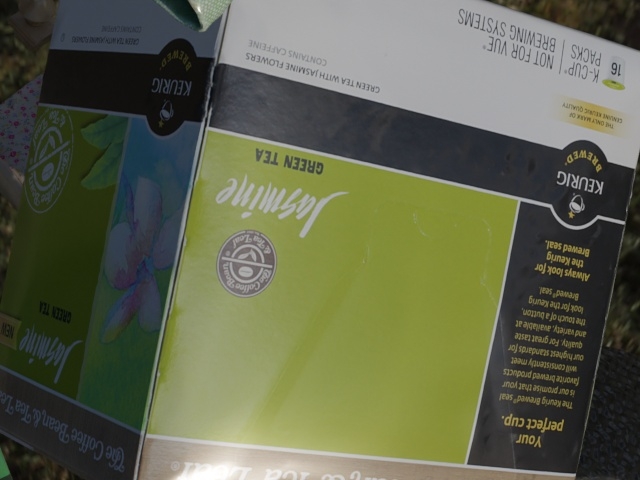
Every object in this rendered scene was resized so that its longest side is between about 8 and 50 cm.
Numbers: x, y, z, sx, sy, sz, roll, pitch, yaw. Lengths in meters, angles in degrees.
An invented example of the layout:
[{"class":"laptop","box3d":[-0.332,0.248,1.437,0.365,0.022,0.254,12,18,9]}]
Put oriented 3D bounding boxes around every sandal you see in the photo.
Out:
[{"class":"sandal","box3d":[0.221,0.194,1.544,0.446,0.107,0.167,5,61,-42]}]

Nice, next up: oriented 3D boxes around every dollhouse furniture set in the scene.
[{"class":"dollhouse furniture set","box3d":[-0.348,-0.145,1.741,0.355,0.174,0.303,45,62,8]}]

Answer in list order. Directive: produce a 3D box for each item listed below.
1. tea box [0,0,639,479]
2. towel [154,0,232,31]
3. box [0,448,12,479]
[{"class":"tea box","box3d":[0.000,0.000,0.997,0.329,0.220,0.323,12,89,-35]},{"class":"towel","box3d":[-0.038,-0.263,0.578,0.248,0.038,0.325,41,64,-2]},{"class":"box","box3d":[-0.392,0.294,1.692,0.058,0.232,0.322,-25,95,-37]}]
